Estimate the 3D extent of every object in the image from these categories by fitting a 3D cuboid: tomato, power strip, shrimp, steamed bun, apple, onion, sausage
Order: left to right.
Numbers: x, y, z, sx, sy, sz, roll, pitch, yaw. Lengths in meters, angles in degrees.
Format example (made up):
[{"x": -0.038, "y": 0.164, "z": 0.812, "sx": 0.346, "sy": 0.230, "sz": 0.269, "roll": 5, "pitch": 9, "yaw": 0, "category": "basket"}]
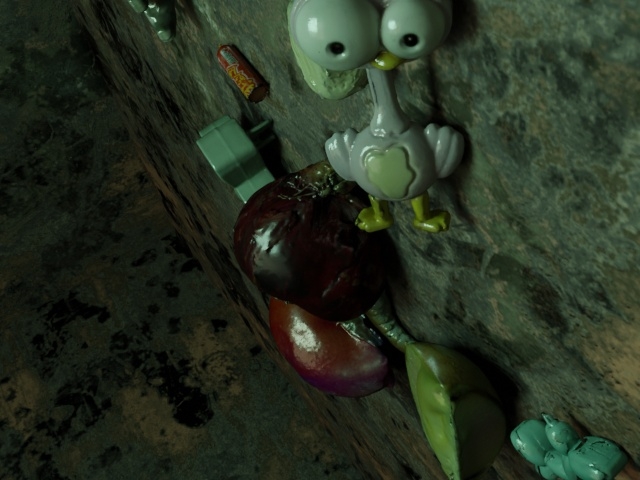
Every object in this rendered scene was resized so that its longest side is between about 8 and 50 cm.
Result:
[{"x": -0.148, "y": -0.312, "z": 1.150, "sx": 0.145, "sy": 0.048, "sz": 0.050, "roll": 54, "pitch": 157, "yaw": 24, "category": "sausage"}, {"x": -0.144, "y": -0.163, "z": 1.301, "sx": 0.229, "sy": 0.141, "sz": 0.261, "roll": 55, "pitch": 176, "yaw": 15, "category": "power strip"}, {"x": -0.010, "y": 0.016, "z": 1.051, "sx": 0.281, "sy": 0.280, "sz": 0.221, "roll": 61, "pitch": -154, "yaw": -6, "category": "onion"}, {"x": 0.007, "y": 0.208, "z": 1.328, "sx": 0.335, "sy": 0.176, "sz": 0.290, "roll": 53, "pitch": 173, "yaw": 22, "category": "tomato"}, {"x": 0.017, "y": -0.237, "z": 0.742, "sx": 0.112, "sy": 0.090, "sz": 0.130, "roll": 47, "pitch": 161, "yaw": 57, "category": "steamed bun"}, {"x": 0.135, "y": 0.148, "z": 1.135, "sx": 0.166, "sy": 0.049, "sz": 0.161, "roll": 36, "pitch": 154, "yaw": 48, "category": "shrimp"}, {"x": 0.207, "y": 0.250, "z": 1.000, "sx": 0.193, "sy": 0.120, "sz": 0.265, "roll": -122, "pitch": 15, "yaw": -52, "category": "apple"}]

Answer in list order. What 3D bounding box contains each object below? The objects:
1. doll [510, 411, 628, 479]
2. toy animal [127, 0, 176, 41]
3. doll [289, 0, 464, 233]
[{"x": 0.324, "y": 0.291, "z": 0.834, "sx": 0.158, "sy": 0.059, "sz": 0.159, "roll": 38, "pitch": 155, "yaw": 44, "category": "doll"}, {"x": -0.308, "y": -0.521, "z": 1.115, "sx": 0.308, "sy": 0.188, "sz": 0.266, "roll": 54, "pitch": -173, "yaw": -23, "category": "toy animal"}, {"x": 0.069, "y": -0.153, "z": 0.676, "sx": 0.160, "sy": 0.094, "sz": 0.365, "roll": 2, "pitch": 140, "yaw": 18, "category": "doll"}]
